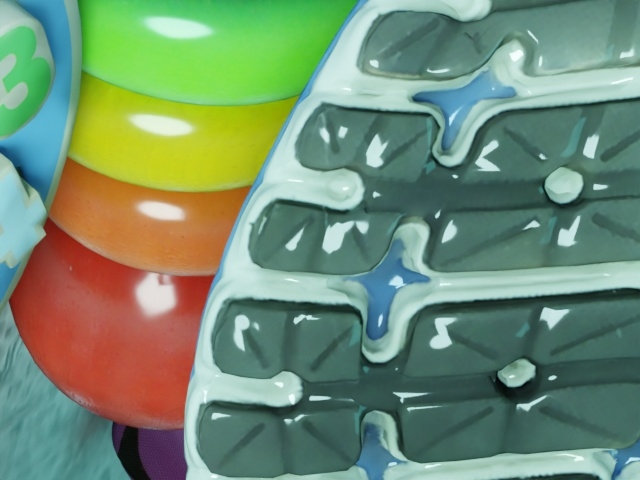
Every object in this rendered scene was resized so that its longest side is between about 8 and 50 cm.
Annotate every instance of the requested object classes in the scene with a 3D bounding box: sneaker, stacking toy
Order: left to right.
[{"bbox_3d":[-0.030,-0.073,0.436,0.141,0.141,0.330,-56,167,-38],"label":"stacking toy"},{"bbox_3d":[0.021,0.050,0.445,0.147,0.129,0.330,-100,-160,-57],"label":"sneaker"}]

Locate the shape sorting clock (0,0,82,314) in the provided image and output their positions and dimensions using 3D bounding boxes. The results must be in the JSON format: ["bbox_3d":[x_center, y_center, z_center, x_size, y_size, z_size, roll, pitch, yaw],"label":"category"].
[{"bbox_3d":[-0.114,0.022,0.334,0.206,0.040,0.206,-44,156,-25],"label":"shape sorting clock"}]

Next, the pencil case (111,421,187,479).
[{"bbox_3d":[0.000,0.000,0.604,0.095,0.098,0.209,-4,127,-29],"label":"pencil case"}]
